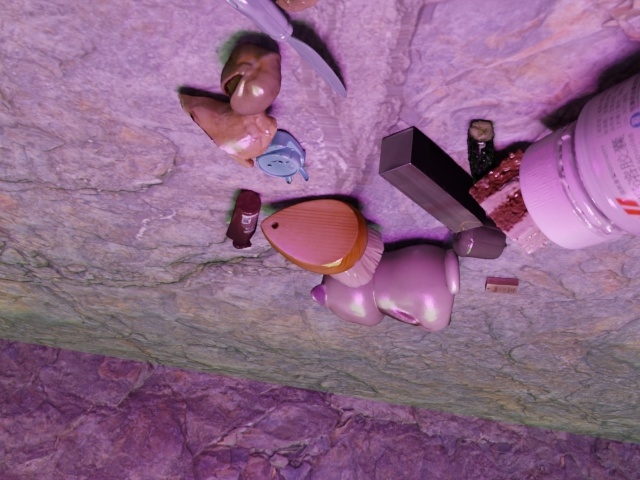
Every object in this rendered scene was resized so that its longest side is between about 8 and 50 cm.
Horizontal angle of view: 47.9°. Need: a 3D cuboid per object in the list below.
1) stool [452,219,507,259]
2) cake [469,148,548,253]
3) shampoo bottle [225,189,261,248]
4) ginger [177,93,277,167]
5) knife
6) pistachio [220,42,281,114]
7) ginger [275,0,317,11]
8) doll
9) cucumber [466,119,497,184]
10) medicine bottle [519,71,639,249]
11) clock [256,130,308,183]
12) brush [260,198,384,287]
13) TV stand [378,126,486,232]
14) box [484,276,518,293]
[{"bbox_3d":[0.361,-0.004,1.635,0.110,0.096,0.096,9,154,-13],"label":"stool"},{"bbox_3d":[0.387,-0.070,1.376,0.135,0.147,0.134,-41,146,16],"label":"cake"},{"bbox_3d":[-0.185,-0.041,1.750,0.068,0.067,0.236,21,153,-4],"label":"shampoo bottle"},{"bbox_3d":[-0.172,-0.231,1.353,0.193,0.115,0.122,37,116,-18],"label":"ginger"},{"bbox_3d":[-0.037,-0.315,1.162,0.080,0.044,0.331,29,177,45],"label":"knife"},{"bbox_3d":[-0.117,-0.273,1.233,0.113,0.113,0.149,14,168,-11],"label":"pistachio"},{"bbox_3d":[-0.021,-0.391,1.026,0.069,0.051,0.173,16,147,-3],"label":"ginger"},{"bbox_3d":[0.183,0.113,1.790,0.370,0.215,0.226,-5,135,22],"label":"doll"},{"bbox_3d":[0.311,-0.157,1.384,0.058,0.058,0.187,-1,152,17],"label":"cucumber"},{"bbox_3d":[0.511,-0.128,1.162,0.256,0.256,0.324,23,152,-27],"label":"medicine bottle"},{"bbox_3d":[-0.081,-0.167,1.489,0.108,0.045,0.147,-8,150,32],"label":"clock"},{"bbox_3d":[0.000,0.000,1.682,0.266,0.174,0.166,11,165,24],"label":"brush"},{"bbox_3d":[0.232,-0.115,1.452,0.082,0.088,0.269,-17,144,38],"label":"TV stand"},{"bbox_3d":[0.483,0.121,1.926,0.083,0.024,0.053,6,153,8],"label":"box"}]
